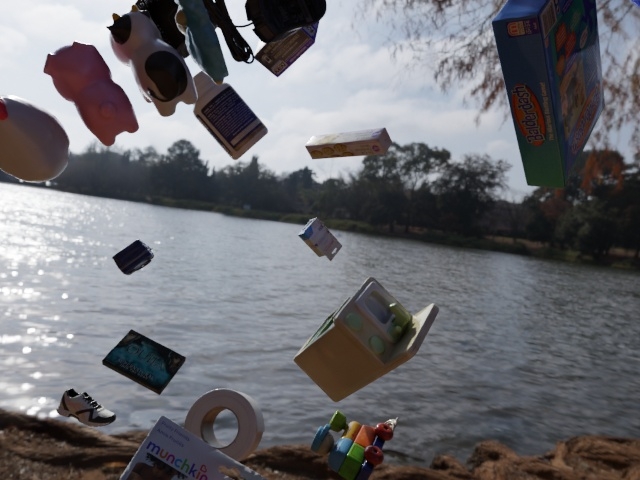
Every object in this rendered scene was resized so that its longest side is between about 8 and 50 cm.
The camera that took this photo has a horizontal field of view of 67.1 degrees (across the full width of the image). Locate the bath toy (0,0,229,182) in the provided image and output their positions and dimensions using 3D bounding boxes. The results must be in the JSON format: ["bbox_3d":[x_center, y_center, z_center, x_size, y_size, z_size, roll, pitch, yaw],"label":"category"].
[{"bbox_3d":[-0.301,-0.222,0.664,0.151,0.348,0.129,43,-19,25],"label":"bath toy"}]

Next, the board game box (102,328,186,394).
[{"bbox_3d":[-0.495,0.339,1.360,0.186,0.026,0.126,25,42,7],"label":"board game box"}]

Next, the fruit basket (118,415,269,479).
[{"bbox_3d":[-0.182,0.472,0.723,0.327,0.165,0.353,35,33,-5],"label":"fruit basket"}]

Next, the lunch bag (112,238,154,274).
[{"bbox_3d":[-0.485,0.045,1.267,0.098,0.065,0.067,-37,1,-10],"label":"lunch bag"}]

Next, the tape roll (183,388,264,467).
[{"bbox_3d":[-0.325,0.637,1.650,0.246,0.246,0.169,8,-19,6],"label":"tape roll"}]

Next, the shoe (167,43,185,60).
[{"bbox_3d":[-0.376,-0.486,1.179,0.077,0.219,0.058,-1,14,32],"label":"shoe"}]

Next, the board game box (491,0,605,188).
[{"bbox_3d":[0.261,-0.188,0.533,0.047,0.160,0.210,11,-36,43],"label":"board game box"}]

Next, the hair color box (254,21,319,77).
[{"bbox_3d":[-0.092,-0.703,1.545,0.110,0.338,0.185,34,-43,-29],"label":"hair color box"}]

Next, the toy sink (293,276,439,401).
[{"bbox_3d":[0.080,0.171,0.904,0.131,0.234,0.153,45,41,1],"label":"toy sink"}]

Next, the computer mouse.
[{"bbox_3d":[-0.118,-0.476,0.954,0.262,0.184,0.060,-42,22,-23],"label":"computer mouse"}]

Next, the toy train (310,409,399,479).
[{"bbox_3d":[0.082,0.429,1.080,0.143,0.105,0.248,28,19,14],"label":"toy train"}]

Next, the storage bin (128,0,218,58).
[{"bbox_3d":[-0.304,-0.453,0.992,0.180,0.122,0.084,-18,22,45],"label":"storage bin"}]

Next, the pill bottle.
[{"bbox_3d":[-0.302,-0.397,1.514,0.264,0.153,0.153,49,-10,-14],"label":"pill bottle"}]

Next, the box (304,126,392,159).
[{"bbox_3d":[0.088,-0.327,1.644,0.324,0.063,0.067,5,-39,41],"label":"box"}]

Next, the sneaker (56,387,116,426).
[{"bbox_3d":[-0.404,0.289,0.833,0.109,0.043,0.040,14,-1,8],"label":"sneaker"}]

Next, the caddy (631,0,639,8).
[{"bbox_3d":[0.584,-0.411,0.695,0.241,0.341,0.179,22,-34,14],"label":"caddy"}]

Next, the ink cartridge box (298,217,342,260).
[{"bbox_3d":[0.000,0.000,0.994,0.083,0.048,0.028,47,-27,-16],"label":"ink cartridge box"}]
